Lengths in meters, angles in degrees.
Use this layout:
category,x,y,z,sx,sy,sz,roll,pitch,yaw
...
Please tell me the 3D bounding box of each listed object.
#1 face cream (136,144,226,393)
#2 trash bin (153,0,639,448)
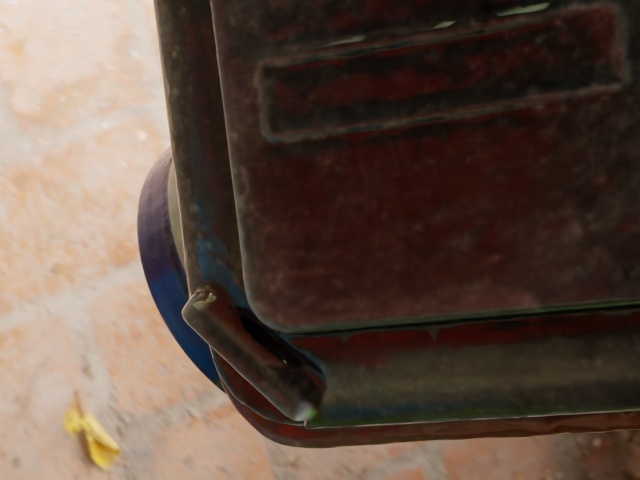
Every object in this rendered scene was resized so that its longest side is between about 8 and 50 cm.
category,x,y,z,sx,sy,sz,roll,pitch,yaw
face cream,0.000,0.000,1.063,0.206,0.111,0.206,24,51,-34
trash bin,0.072,-0.057,0.457,0.238,0.161,0.184,-12,95,-64
